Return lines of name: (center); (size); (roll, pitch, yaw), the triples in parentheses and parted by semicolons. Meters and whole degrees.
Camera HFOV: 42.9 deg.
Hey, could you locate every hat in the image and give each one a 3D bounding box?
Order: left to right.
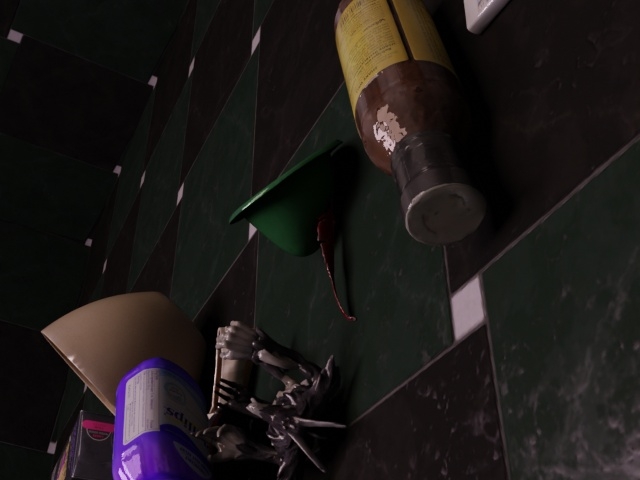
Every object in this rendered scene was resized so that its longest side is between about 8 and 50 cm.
hat: (0.000, 0.000, 1.030); (0.208, 0.184, 0.173); (-38, 1, -41)

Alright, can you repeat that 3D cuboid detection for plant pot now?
plant pot: (-0.307, 0.199, 1.396); (0.191, 0.284, 0.284); (-42, 11, -20)

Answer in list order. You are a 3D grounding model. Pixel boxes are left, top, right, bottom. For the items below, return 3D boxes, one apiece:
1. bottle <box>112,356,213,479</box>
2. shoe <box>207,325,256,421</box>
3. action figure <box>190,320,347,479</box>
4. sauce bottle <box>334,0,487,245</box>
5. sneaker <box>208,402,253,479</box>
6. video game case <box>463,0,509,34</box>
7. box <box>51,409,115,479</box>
bottle: (-0.178, 0.254, 0.920); (0.092, 0.118, 0.283); (-35, 28, 8)
shoe: (-0.136, 0.229, 1.165); (0.076, 0.058, 0.219); (153, 129, -63)
action figure: (-0.069, 0.182, 0.920); (0.275, 0.140, 0.164); (-170, 98, -72)
sauce bottle: (0.082, -0.134, 0.788); (0.344, 0.111, 0.111); (-97, 30, -47)
sneaker: (-0.170, 0.327, 1.021); (0.145, 0.090, 0.270); (-26, 31, 18)
video game case: (0.183, -0.300, 0.775); (0.157, 0.019, 0.143); (-48, 34, 50)
box: (-0.426, 0.467, 1.586); (0.270, 0.165, 0.143); (-55, 28, 41)
